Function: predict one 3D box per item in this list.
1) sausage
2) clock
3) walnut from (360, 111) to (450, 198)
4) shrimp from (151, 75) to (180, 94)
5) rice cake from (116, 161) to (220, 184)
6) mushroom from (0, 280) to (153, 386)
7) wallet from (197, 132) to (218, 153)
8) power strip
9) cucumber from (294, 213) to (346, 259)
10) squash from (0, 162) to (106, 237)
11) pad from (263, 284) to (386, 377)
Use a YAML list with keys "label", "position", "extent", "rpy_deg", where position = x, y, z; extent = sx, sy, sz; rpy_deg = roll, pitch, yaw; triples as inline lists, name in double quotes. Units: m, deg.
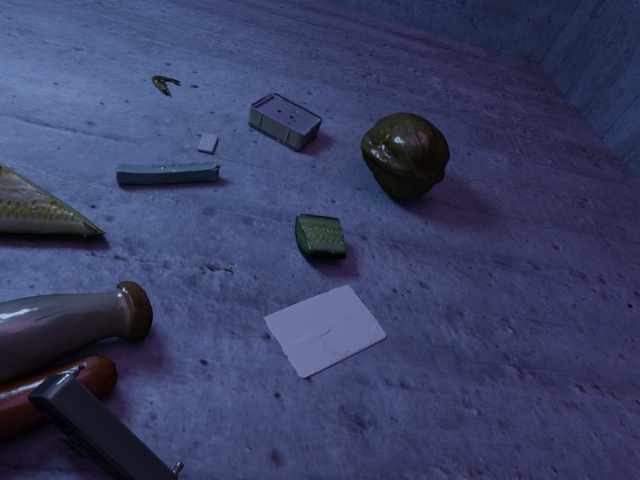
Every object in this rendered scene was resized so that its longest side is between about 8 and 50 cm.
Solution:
- label: "sausage"
  position: [-0.406, 0.232, 0.651]
  extent: [0.198, 0.076, 0.076]
  rpy_deg: [-17, 55, -34]
- label: "clock"
  position: [-0.111, -0.371, 1.363]
  extent: [0.192, 0.071, 0.147]
  rpy_deg: [30, 44, 8]
- label: "walnut"
  position: [0.242, -0.255, 1.277]
  extent: [0.283, 0.227, 0.282]
  rpy_deg: [18, 32, -11]
- label: "shrimp"
  position: [-0.476, -0.490, 1.373]
  extent: [0.083, 0.023, 0.114]
  rpy_deg: [-16, 51, -36]
- label: "rice cake"
  position: [-0.370, -0.167, 1.078]
  extent: [0.246, 0.045, 0.042]
  rpy_deg: [-8, 48, -27]
- label: "mushroom"
  position: [-0.445, 0.148, 0.687]
  extent: [0.351, 0.128, 0.128]
  rpy_deg: [-11, 52, -35]
- label: "wallet"
  position: [-0.317, -0.274, 1.230]
  extent: [0.044, 0.011, 0.083]
  rpy_deg: [12, 45, -10]
- label: "power strip"
  position: [-0.305, 0.268, 0.605]
  extent: [0.215, 0.145, 0.061]
  rpy_deg: [56, 42, -17]
- label: "cucumber"
  position: [0.000, 0.000, 1.048]
  extent: [0.116, 0.062, 0.116]
  rpy_deg: [3, 54, -17]
- label: "squash"
  position: [-0.564, -0.095, 0.886]
  extent: [0.253, 0.093, 0.169]
  rpy_deg: [2, 91, -18]
- label: "pad"
  position: [0.013, 0.181, 0.917]
  extent: [0.232, 0.004, 0.156]
  rpy_deg: [-16, 56, -33]
